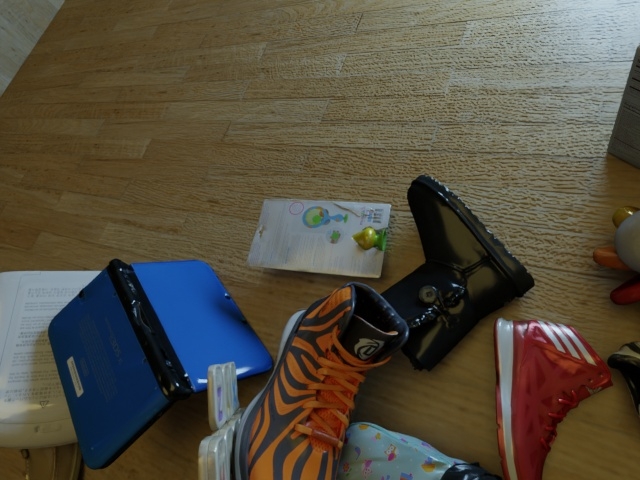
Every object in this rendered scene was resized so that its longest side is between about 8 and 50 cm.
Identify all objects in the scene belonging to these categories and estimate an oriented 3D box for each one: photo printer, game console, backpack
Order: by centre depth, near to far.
[{"bbox_3d":[0.095,0.293,0.485,0.182,0.115,0.152,5,52,53],"label":"backpack"},{"bbox_3d":[-0.275,0.178,0.700,0.250,0.173,0.293,-44,55,0],"label":"game console"},{"bbox_3d":[-0.474,0.208,0.756,0.256,0.107,0.307,0,60,-18],"label":"photo printer"}]

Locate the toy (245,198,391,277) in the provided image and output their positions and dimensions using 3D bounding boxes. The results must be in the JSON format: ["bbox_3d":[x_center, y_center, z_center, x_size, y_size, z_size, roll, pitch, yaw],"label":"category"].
[{"bbox_3d":[0.000,0.000,0.727,0.238,0.056,0.136,2,64,21],"label":"toy"}]

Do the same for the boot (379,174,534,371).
[{"bbox_3d":[0.148,0.041,0.613,0.207,0.094,0.246,-36,62,1],"label":"boot"}]

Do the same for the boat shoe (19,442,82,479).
[{"bbox_3d":[-0.530,0.355,0.780,0.109,0.098,0.302,-30,57,10],"label":"boat shoe"}]

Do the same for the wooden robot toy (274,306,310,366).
[{"bbox_3d":[-0.034,0.184,0.640,0.076,0.079,0.173,5,69,28],"label":"wooden robot toy"}]

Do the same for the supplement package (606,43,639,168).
[{"bbox_3d":[0.498,-0.195,0.497,0.194,0.203,0.149,-44,56,1],"label":"supplement package"}]

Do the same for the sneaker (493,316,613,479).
[{"bbox_3d":[0.276,0.197,0.484,0.128,0.087,0.221,-5,65,24],"label":"sneaker"}]

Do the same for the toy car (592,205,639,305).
[{"bbox_3d":[0.414,0.041,0.474,0.182,0.159,0.136,37,120,33],"label":"toy car"}]

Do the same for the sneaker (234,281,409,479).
[{"bbox_3d":[0.008,0.169,0.485,0.180,0.125,0.321,-45,23,37],"label":"sneaker"}]

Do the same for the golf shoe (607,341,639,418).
[{"bbox_3d":[0.378,0.197,0.433,0.086,0.067,0.186,-8,54,-10],"label":"golf shoe"}]

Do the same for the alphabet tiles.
[{"bbox_3d":[-0.105,0.291,0.500,0.021,0.284,0.277,-5,75,-5],"label":"alphabet tiles"}]
